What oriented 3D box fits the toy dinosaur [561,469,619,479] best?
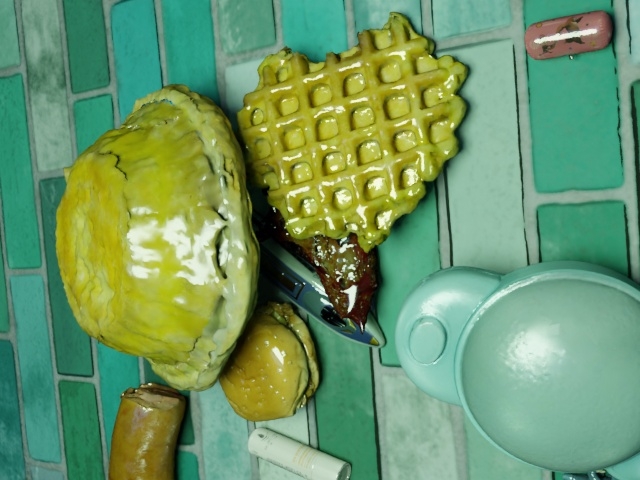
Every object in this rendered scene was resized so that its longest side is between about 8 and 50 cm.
[{"bbox_3d":[0.292,0.255,0.732,0.083,0.030,0.047,21,103,28],"label":"toy dinosaur"}]

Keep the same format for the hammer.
[{"bbox_3d":[0.247,-0.203,0.709,0.083,0.043,0.043,-4,93,30],"label":"hammer"}]

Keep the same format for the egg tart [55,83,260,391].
[{"bbox_3d":[-0.211,0.002,0.868,0.388,0.169,0.388,8,100,53],"label":"egg tart"}]

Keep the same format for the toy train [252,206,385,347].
[{"bbox_3d":[-0.021,0.052,0.890,0.252,0.048,0.055,39,115,21],"label":"toy train"}]

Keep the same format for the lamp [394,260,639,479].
[{"bbox_3d":[0.212,0.116,0.699,0.284,0.147,0.209,21,108,28],"label":"lamp"}]

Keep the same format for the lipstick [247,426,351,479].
[{"bbox_3d":[-0.030,0.282,0.922,0.141,0.040,0.040,13,102,29],"label":"lipstick"}]

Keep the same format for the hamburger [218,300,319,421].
[{"bbox_3d":[-0.070,0.156,0.910,0.138,0.083,0.147,-20,89,31],"label":"hamburger"}]

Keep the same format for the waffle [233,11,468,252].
[{"bbox_3d":[0.024,-0.134,0.807,0.291,0.051,0.291,-2,83,18],"label":"waffle"}]

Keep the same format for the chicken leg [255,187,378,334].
[{"bbox_3d":[0.000,0.000,0.857,0.234,0.063,0.105,43,98,20],"label":"chicken leg"}]

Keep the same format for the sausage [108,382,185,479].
[{"bbox_3d":[-0.253,0.344,1.027,0.109,0.109,0.271,7,98,30],"label":"sausage"}]
